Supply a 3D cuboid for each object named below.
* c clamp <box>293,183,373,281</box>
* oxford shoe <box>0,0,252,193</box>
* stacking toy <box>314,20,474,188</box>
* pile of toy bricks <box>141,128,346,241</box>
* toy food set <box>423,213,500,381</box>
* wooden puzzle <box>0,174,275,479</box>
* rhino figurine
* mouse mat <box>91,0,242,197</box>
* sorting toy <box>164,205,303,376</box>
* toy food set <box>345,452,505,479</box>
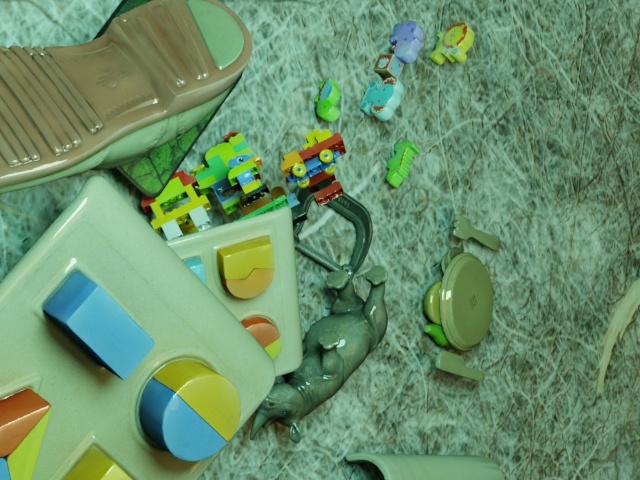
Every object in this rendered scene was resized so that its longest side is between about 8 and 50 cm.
[{"bbox_3d":[0.000,0.000,1.923,0.160,0.022,0.137,25,70,-44],"label":"c clamp"},{"bbox_3d":[-0.242,-0.098,1.555,0.397,0.146,0.140,-20,67,-30],"label":"oxford shoe"},{"bbox_3d":[0.088,-0.196,1.974,0.167,0.052,0.221,38,67,-42],"label":"stacking toy"},{"bbox_3d":[-0.083,-0.067,1.766,0.212,0.105,0.118,-27,155,-5],"label":"pile of toy bricks"},{"bbox_3d":[0.171,0.074,2.105,0.132,0.038,0.192,25,70,-53],"label":"toy food set"},{"bbox_3d":[-0.211,0.165,1.594,0.348,0.080,0.322,-53,129,-16],"label":"wooden puzzle"},{"bbox_3d":[-0.003,0.136,1.886,0.243,0.073,0.106,-50,149,-31],"label":"rhino figurine"},{"bbox_3d":[-0.171,-0.157,1.709,0.152,0.007,0.190,44,61,-24],"label":"mouse mat"},{"bbox_3d":[-0.107,0.078,1.735,0.208,0.038,0.193,-19,121,-26],"label":"sorting toy"},{"bbox_3d":[0.146,0.392,1.996,0.219,0.092,0.306,9,59,-47],"label":"toy food set"}]
